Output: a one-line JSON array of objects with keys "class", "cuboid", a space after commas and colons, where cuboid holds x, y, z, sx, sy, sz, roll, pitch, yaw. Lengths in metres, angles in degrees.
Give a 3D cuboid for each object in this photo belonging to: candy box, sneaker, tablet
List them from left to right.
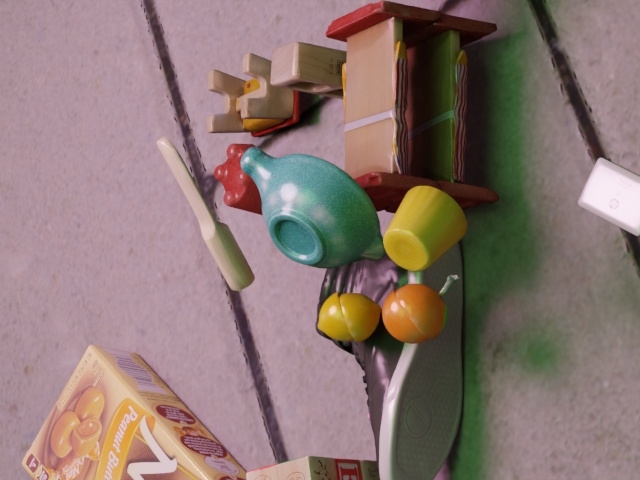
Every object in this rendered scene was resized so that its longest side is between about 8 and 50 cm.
[{"class": "candy box", "cuboid": [-0.205, 0.287, 2.128, 0.316, 0.087, 0.183, 42, 108, 39]}, {"class": "sneaker", "cuboid": [0.066, 0.131, 1.925, 0.147, 0.104, 0.295, -8, 69, 41]}, {"class": "tablet", "cuboid": [0.299, -0.044, 1.819, 0.083, 0.006, 0.054, 32, 102, 41]}]

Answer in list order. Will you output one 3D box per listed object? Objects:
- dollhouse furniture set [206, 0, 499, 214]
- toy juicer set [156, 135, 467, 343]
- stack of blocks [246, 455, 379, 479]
[{"class": "dollhouse furniture set", "cuboid": [0.025, -0.118, 2.008, 0.374, 0.152, 0.201, -14, 71, 56]}, {"class": "toy juicer set", "cuboid": [0.000, 0.000, 1.843, 0.329, 0.209, 0.089, 18, 48, 26]}, {"class": "stack of blocks", "cuboid": [0.028, 0.376, 1.851, 0.087, 0.171, 0.297, -20, 69, 37]}]
